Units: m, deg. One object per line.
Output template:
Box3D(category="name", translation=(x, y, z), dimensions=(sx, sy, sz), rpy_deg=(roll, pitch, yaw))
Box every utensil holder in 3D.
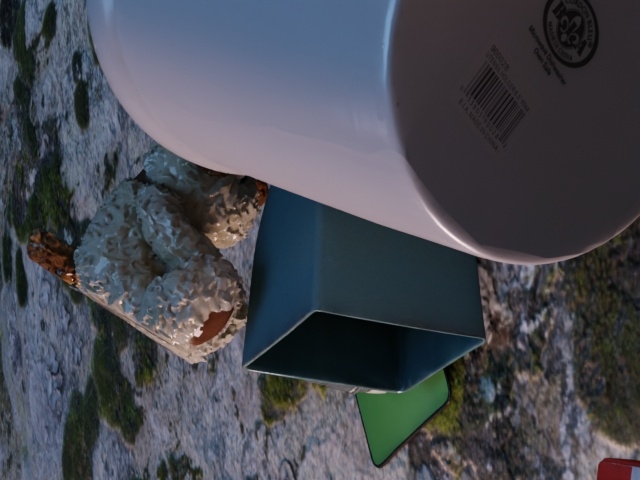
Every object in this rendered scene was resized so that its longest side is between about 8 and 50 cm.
Box3D(category="utensil holder", translation=(0.058, -0.174, 1.347), dimensions=(0.385, 0.327, 0.327), rpy_deg=(21, 112, 52))

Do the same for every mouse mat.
Box3D(category="mouse mat", translation=(0.072, 0.120, 1.756), dimensions=(0.190, 0.007, 0.152), rpy_deg=(129, 133, -54))

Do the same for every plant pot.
Box3D(category="plant pot", translation=(0.035, -0.006, 1.636), dimensions=(0.165, 0.165, 0.234), rpy_deg=(139, 136, -57))

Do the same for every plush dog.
Box3D(category="plush dog", translation=(-0.134, -0.026, 1.720), dimensions=(0.225, 0.210, 0.262), rpy_deg=(-58, -4, -7))

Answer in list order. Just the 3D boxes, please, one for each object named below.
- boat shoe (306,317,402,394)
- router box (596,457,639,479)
Box3D(category="boat shoe", translation=(0.000, 0.000, 1.780), dimensions=(0.116, 0.099, 0.319), rpy_deg=(127, 138, -55))
Box3D(category="router box", translation=(0.277, 0.323, 1.180), dimensions=(0.301, 0.082, 0.335), rpy_deg=(-3, 78, 65))
